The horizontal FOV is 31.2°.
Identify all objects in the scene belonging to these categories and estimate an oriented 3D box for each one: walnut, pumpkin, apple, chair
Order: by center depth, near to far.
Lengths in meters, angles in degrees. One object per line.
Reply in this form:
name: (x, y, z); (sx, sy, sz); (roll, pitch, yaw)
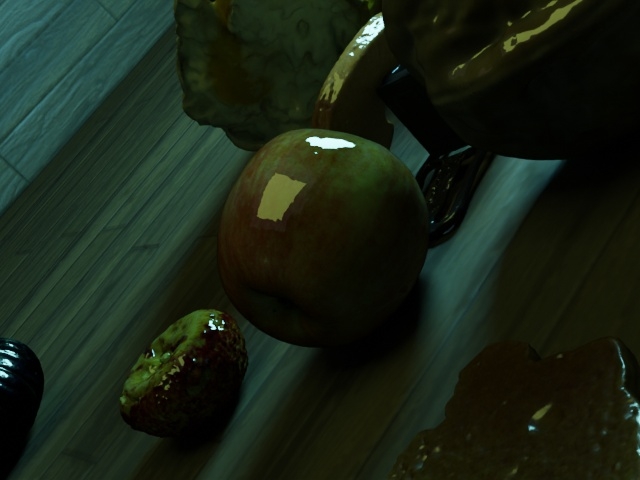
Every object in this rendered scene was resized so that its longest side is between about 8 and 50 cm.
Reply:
walnut: (0.189, -0.197, 0.942); (0.273, 0.273, 0.227); (-32, -10, 31)
apple: (0.000, 0.000, 1.023); (0.188, 0.188, 0.174); (-19, 37, 49)
chair: (0.113, -0.114, 1.143); (0.106, 0.113, 0.229); (-21, 28, 50)
pumpkin: (-0.441, 0.219, 1.507); (0.194, 0.150, 0.194); (-22, 49, 27)

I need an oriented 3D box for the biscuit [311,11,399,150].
biscuit: (0.051, -0.134, 1.230); (0.036, 0.192, 0.186); (19, 54, 22)

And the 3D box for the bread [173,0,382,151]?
bread: (-0.005, -0.346, 1.521); (0.361, 0.250, 0.394); (96, -163, -47)

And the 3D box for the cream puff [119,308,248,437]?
cream puff: (-0.133, 0.138, 1.154); (0.149, 0.084, 0.149); (-39, 17, 14)

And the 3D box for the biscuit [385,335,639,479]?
biscuit: (0.116, 0.161, 0.700); (0.208, 0.041, 0.290); (-35, 22, 23)
